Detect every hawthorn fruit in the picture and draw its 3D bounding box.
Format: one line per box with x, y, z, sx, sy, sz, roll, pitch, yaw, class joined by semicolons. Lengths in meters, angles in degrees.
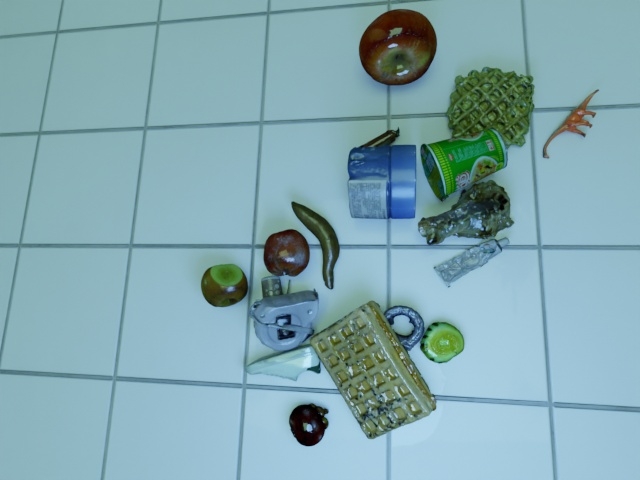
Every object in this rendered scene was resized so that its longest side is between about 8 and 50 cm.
-0.117;0.040;1.457;0.173;0.173;0.172;-2;78;9;hawthorn fruit

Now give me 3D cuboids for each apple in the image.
-0.341;0.152;1.469;0.147;0.163;0.147;1;60;-33;apple
0.275;-0.697;1.500;0.272;0.251;0.206;-13;58;21;apple

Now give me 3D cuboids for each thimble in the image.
0.265;0.286;1.376;0.150;0.098;0.149;-2;77;9;thimble

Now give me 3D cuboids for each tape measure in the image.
-0.121;0.274;1.408;0.237;0.120;0.196;-7;110;-12;tape measure

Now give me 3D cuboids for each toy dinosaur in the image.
0.873;-0.394;1.441;0.102;0.055;0.279;31;86;23;toy dinosaur

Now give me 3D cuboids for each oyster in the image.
0.483;-0.088;1.402;0.337;0.133;0.197;-19;69;1;oyster

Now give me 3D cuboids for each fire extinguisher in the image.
0.221;-0.365;1.543;0.177;0.050;0.062;-29;37;1;fire extinguisher

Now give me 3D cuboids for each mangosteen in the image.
-0.031;0.590;1.358;0.140;0.140;0.139;-2;78;9;mangosteen

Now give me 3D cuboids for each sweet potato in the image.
0.008;0.000;1.490;0.109;0.079;0.345;-24;83;11;sweet potato

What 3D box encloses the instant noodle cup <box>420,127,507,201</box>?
0.483;-0.265;1.403;0.233;0.207;0.206;-20;76;2;instant noodle cup

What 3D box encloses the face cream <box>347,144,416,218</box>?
0.208;-0.195;1.406;0.225;0.249;0.248;0;79;10;face cream

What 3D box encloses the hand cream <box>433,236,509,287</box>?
0.514;0.061;1.408;0.257;0.050;0.084;-33;74;8;hand cream

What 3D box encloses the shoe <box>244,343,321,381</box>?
-0.123;0.433;1.414;0.265;0.095;0.110;-20;86;8;shoe

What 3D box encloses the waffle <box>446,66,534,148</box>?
0.602;-0.466;1.484;0.298;0.073;0.316;6;84;12;waffle

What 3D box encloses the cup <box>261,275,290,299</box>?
-0.157;0.175;1.478;0.102;0.074;0.099;-10;77;7;cup

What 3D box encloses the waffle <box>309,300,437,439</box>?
0.163;0.403;1.310;0.261;0.114;0.376;-40;76;28;waffle

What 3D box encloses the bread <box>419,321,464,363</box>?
0.392;0.332;1.357;0.130;0.071;0.139;39;77;6;bread
